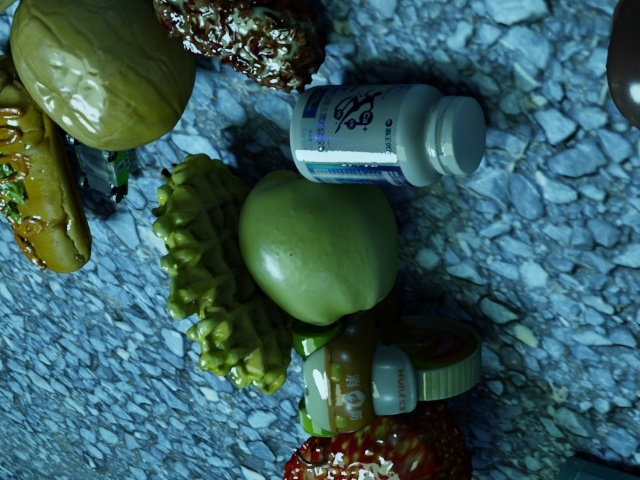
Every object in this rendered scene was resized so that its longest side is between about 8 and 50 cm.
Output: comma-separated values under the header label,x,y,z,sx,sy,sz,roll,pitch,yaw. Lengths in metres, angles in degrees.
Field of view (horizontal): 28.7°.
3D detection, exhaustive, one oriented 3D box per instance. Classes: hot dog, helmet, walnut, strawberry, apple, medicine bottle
label,x,y,z,sx,sy,sz,roll,pitch,yaw
hot dog,-0.406,-0.094,1.721,0.158,0.117,0.349,56,162,37
helmet,0.318,-0.139,1.068,0.175,0.106,0.155,17,143,20
walnut,-0.247,-0.208,1.424,0.225,0.193,0.193,42,147,-1
strawberry,0.068,0.316,1.679,0.292,0.292,0.343,19,154,23
apple,0.000,0.000,1.448,0.200,0.200,0.200,24,145,18
medicine bottle,0.071,-0.111,1.313,0.191,0.107,0.107,4,135,33

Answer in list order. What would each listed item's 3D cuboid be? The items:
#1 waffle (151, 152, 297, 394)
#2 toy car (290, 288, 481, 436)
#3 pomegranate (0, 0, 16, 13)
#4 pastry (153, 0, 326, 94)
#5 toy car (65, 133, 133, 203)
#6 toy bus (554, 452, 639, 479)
label,x,y,z,sx,sy,sz,roll,pitch,yaw
waffle,-0.102,0.042,1.509,0.062,0.329,0.329,-23,120,18
toy car,0.088,0.144,1.540,0.235,0.235,0.145,11,118,33
pomegranate,-0.425,-0.363,1.314,0.307,0.307,0.307,24,145,18
pastry,-0.092,-0.235,1.327,0.208,0.097,0.115,31,137,11
toy car,-0.290,-0.122,1.669,0.071,0.062,0.165,24,145,19
toy bus,0.407,0.381,1.611,0.256,0.128,0.147,15,140,25
